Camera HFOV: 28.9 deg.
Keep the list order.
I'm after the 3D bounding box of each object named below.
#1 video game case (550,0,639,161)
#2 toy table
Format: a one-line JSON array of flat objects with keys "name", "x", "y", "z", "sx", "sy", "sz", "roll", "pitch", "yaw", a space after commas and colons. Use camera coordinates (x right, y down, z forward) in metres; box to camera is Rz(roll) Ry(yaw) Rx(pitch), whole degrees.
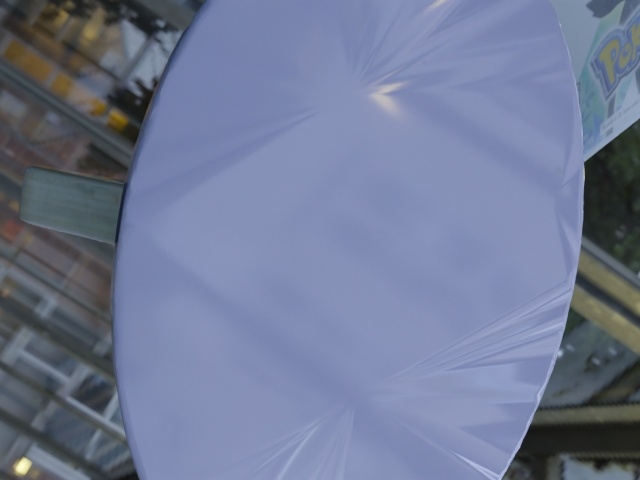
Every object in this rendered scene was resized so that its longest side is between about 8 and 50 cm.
[{"name": "video game case", "x": 0.239, "y": -0.235, "z": 0.876, "sx": 0.036, "sy": 0.300, "sz": 0.329, "roll": 24, "pitch": -136, "yaw": 38}, {"name": "toy table", "x": 0.000, "y": 0.000, "z": 0.532, "sx": 0.161, "sy": 0.252, "sz": 0.274, "roll": -153, "pitch": -97, "yaw": -77}]
